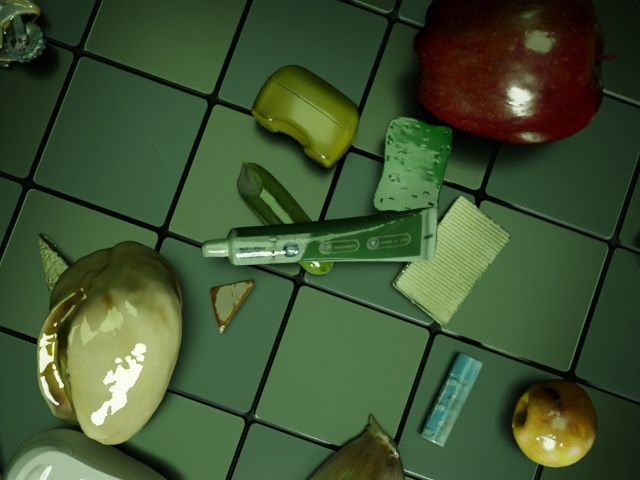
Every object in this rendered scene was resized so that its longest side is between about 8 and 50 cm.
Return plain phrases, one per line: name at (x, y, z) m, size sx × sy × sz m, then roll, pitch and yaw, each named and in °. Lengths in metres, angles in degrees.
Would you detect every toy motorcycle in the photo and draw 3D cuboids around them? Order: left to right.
toy motorcycle at (-0.572, -0.370, 1.621) m, size 0.229 × 0.094 × 0.130 m, roll 5°, pitch 80°, yaw 11°

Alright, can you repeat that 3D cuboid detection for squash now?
squash at (-0.062, -0.039, 1.615) m, size 0.069 × 0.069 × 0.239 m, roll -39°, pitch 88°, yaw -5°

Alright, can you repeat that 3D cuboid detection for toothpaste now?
toothpaste at (0.000, 0.000, 1.553) m, size 0.392 × 0.061 × 0.099 m, roll -4°, pitch 115°, yaw -7°

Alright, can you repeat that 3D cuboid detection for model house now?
model house at (0.155, -0.118, 1.620) m, size 0.117 × 0.088 × 0.167 m, roll 9°, pitch 83°, yaw -1°

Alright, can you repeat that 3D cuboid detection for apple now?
apple at (0.318, -0.296, 1.548) m, size 0.316 × 0.288 × 0.288 m, roll 6°, pitch 85°, yaw 16°
apple at (0.385, 0.297, 1.564) m, size 0.146 × 0.146 × 0.146 m, roll 0°, pitch 85°, yaw -2°

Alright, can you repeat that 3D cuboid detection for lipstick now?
lipstick at (0.223, 0.270, 1.609) m, size 0.048 × 0.048 × 0.158 m, roll 27°, pitch 85°, yaw 0°

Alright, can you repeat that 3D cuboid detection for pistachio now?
pistachio at (-0.332, 0.158, 1.515) m, size 0.238 × 0.229 × 0.321 m, roll 12°, pitch 93°, yaw -45°

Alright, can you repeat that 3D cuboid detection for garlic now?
garlic at (0.033, 0.438, 1.570) m, size 0.266 × 0.148 × 0.128 m, roll -31°, pitch 123°, yaw -8°

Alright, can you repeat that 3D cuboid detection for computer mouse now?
computer mouse at (-0.372, 0.421, 1.543) m, size 0.297 × 0.121 × 0.184 m, roll 28°, pitch 94°, yaw -13°

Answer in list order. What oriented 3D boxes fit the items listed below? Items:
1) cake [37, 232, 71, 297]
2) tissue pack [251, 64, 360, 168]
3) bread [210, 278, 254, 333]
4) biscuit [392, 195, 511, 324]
cake at (-0.455, 0.043, 1.602) m, size 0.065 × 0.052 × 0.121 m, roll -37°, pitch 88°, yaw -2°
tissue pack at (-0.018, -0.218, 1.604) m, size 0.178 × 0.123 × 0.127 m, roll 34°, pitch 89°, yaw 2°
bread at (-0.163, 0.100, 1.612) m, size 0.062 × 0.043 × 0.109 m, roll 31°, pitch 86°, yaw -1°
biscuit at (0.226, 0.033, 1.634) m, size 0.121 × 0.040 × 0.199 m, roll 38°, pitch 86°, yaw -1°
